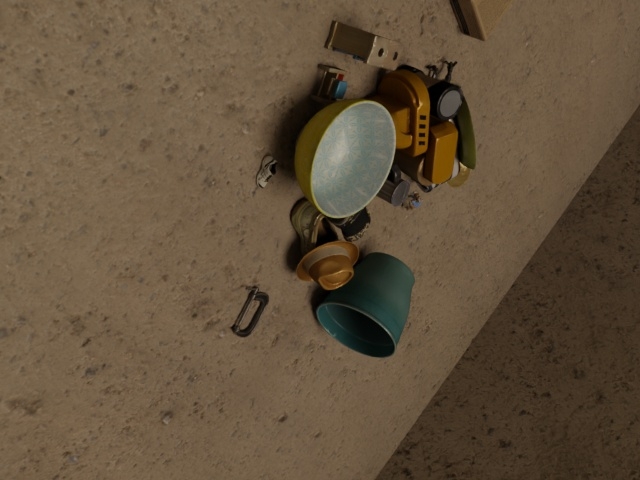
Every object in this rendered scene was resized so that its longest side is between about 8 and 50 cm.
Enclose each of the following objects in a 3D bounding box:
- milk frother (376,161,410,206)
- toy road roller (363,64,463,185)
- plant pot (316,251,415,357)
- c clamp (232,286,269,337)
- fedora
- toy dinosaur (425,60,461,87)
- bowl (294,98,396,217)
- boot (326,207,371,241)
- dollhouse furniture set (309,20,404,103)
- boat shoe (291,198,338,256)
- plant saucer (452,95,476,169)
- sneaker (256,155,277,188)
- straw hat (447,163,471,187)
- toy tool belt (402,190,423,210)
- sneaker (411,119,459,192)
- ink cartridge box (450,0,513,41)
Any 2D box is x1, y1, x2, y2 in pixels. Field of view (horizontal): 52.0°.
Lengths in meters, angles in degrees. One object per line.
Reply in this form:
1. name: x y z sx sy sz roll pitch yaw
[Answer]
1. milk frother: 0.153 -0.153 1.843 0.143 0.135 0.129 -47 146 -18
2. toy road roller: 0.220 -0.296 1.765 0.241 0.202 0.329 -23 131 -25
3. plant pot: 0.164 0.184 2.056 0.255 0.272 0.271 -57 152 -30
4. c clamp: -0.195 0.194 1.778 0.137 0.022 0.160 4 112 -61
5. fedora: 0.029 0.080 1.803 0.194 0.079 0.194 -18 146 -13
6. toy dinosaur: 0.352 -0.461 1.924 0.268 0.064 0.118 -41 141 -43
7. bowl: 0.030 -0.215 1.588 0.289 0.156 0.289 -27 131 -36
8. boot: 0.103 -0.119 1.768 0.236 0.085 0.178 -61 156 -13
9. dollhouse furniture set: 0.086 -0.398 1.542 0.129 0.129 0.183 -7 122 -52
10. boat shoe: 0.000 0.000 1.807 0.104 0.089 0.285 -50 148 -13
11. plant saucer: 0.439 -0.336 2.047 0.037 0.241 0.241 -11 140 3
12. sneaker: -0.125 -0.157 1.549 0.032 0.037 0.083 -16 131 -50
13. straw hat: 0.440 -0.252 2.222 0.145 0.061 0.144 -7 103 -33
14. toy tool belt: 0.313 -0.125 2.168 0.083 0.051 0.052 -30 139 -38
15. sneaker: 0.343 -0.273 2.037 0.153 0.099 0.282 -34 134 -16
16. ink cartridge box: 0.473 -0.716 1.840 0.234 0.088 0.193 -55 147 -4
